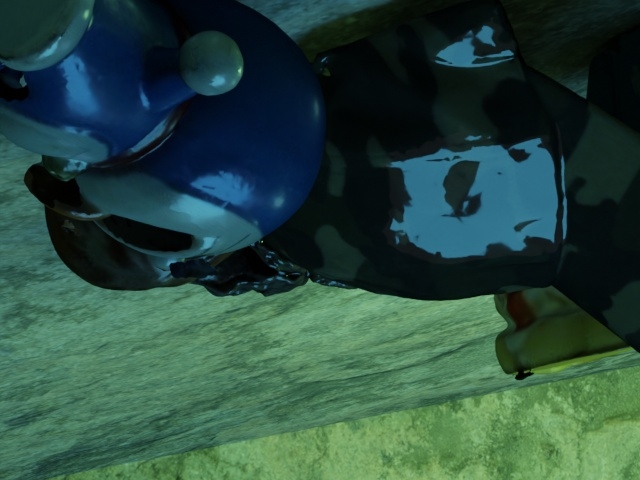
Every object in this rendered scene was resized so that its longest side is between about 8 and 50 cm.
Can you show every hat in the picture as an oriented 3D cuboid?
[{"bbox_3d":[0.123,0.015,1.251,0.257,0.382,0.366,-32,166,-5],"label":"hat"}]

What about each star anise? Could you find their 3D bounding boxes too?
[{"bbox_3d":[0.001,0.000,1.526,0.231,0.089,0.209,0,162,-34],"label":"star anise"}]

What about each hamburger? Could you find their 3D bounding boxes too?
[{"bbox_3d":[0.278,0.019,1.672,0.261,0.186,0.302,-13,177,3],"label":"hamburger"}]

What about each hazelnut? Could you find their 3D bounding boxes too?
[{"bbox_3d":[-0.108,-0.031,1.184,0.154,0.143,0.143,-16,167,14],"label":"hazelnut"}]

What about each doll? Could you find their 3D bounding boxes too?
[{"bbox_3d":[-0.102,-0.074,0.965,0.215,0.161,0.257,11,172,37],"label":"doll"}]

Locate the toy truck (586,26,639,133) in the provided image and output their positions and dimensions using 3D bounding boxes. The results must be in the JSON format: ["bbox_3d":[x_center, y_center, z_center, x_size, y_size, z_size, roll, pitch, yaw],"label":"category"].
[{"bbox_3d":[0.343,-0.103,1.252,0.146,0.175,0.367,-4,164,-42],"label":"toy truck"}]
